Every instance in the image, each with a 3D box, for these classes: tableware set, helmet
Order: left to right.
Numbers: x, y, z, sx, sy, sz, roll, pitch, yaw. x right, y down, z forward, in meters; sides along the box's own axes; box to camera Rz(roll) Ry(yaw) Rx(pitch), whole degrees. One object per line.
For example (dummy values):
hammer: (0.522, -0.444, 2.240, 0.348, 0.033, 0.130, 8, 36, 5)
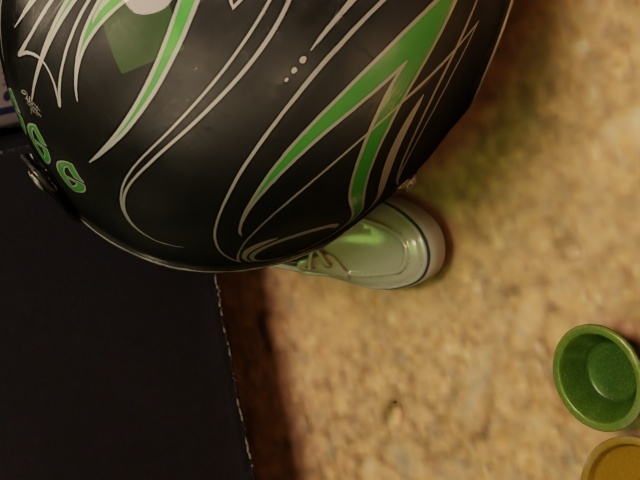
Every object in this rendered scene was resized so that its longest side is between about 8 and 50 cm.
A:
helmet: (-0.022, -0.082, 0.630, 0.169, 0.169, 0.161, 51, 149, 20)
tableware set: (0.125, 0.100, 0.629, 0.104, 0.024, 0.154, -6, 99, 45)

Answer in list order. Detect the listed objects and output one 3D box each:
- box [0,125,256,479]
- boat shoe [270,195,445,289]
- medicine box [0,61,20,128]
box: (-0.192, 0.120, 0.814, 0.343, 0.179, 0.312, -3, 100, 50)
boat shoe: (0.000, 0.000, 0.711, 0.100, 0.035, 0.035, 13, 112, 42)
medicine box: (-0.210, -0.167, 0.681, 0.149, 0.289, 0.263, 18, 114, 39)
